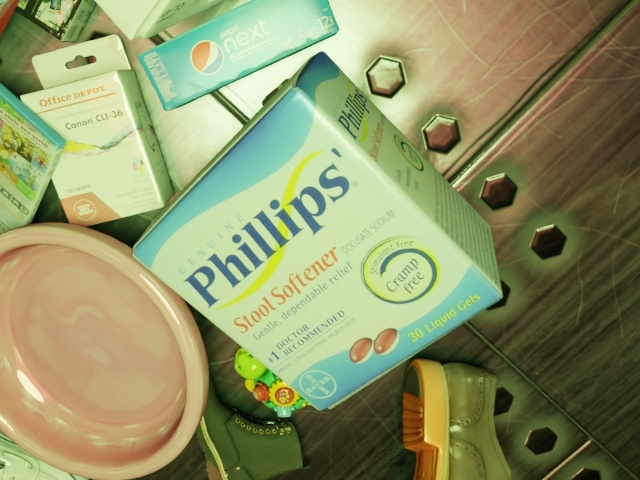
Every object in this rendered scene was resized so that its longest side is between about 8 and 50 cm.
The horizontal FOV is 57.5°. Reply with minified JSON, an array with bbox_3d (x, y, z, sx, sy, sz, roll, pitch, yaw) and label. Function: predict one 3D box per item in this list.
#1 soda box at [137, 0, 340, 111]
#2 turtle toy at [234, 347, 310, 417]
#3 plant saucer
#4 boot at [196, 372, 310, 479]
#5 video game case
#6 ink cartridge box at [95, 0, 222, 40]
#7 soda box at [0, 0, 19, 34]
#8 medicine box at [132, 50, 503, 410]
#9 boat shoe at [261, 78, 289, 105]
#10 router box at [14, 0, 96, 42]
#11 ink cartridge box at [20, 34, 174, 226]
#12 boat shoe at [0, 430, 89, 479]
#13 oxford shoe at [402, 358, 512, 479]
[{"bbox_3d":[-0.088,-0.218,0.648,0.210,0.071,0.067,-23,106,5],"label":"soda box"},{"bbox_3d":[-0.059,0.182,0.774,0.130,0.066,0.095,40,101,-13],"label":"turtle toy"},{"bbox_3d":[-0.281,0.131,0.708,0.332,0.084,0.332,5,110,14],"label":"plant saucer"},{"bbox_3d":[-0.100,0.247,0.801,0.137,0.077,0.198,-16,109,-11],"label":"boot"},{"bbox_3d":[-0.363,-0.088,0.664,0.119,0.015,0.166,42,121,3],"label":"video game case"},{"bbox_3d":[-0.177,-0.361,0.505,0.306,0.226,0.131,47,133,-12],"label":"ink cartridge box"},{"bbox_3d":[-0.353,-0.248,0.564,0.083,0.092,0.263,43,127,-16],"label":"soda box"},{"bbox_3d":[0.000,0.000,0.642,0.289,0.149,0.263,42,118,-16],"label":"medicine box"},{"bbox_3d":[-0.012,-0.117,0.696,0.049,0.056,0.152,-29,105,20],"label":"boat shoe"},{"bbox_3d":[-0.286,-0.326,0.620,0.133,0.046,0.179,33,103,-11],"label":"router box"},{"bbox_3d":[-0.258,-0.125,0.671,0.115,0.067,0.198,-14,107,3],"label":"ink cartridge box"},{"bbox_3d":[-0.430,0.318,0.795,0.226,0.076,0.083,32,103,-11],"label":"boat shoe"},{"bbox_3d":[0.181,0.334,0.730,0.133,0.130,0.363,5,74,-9],"label":"oxford shoe"}]
